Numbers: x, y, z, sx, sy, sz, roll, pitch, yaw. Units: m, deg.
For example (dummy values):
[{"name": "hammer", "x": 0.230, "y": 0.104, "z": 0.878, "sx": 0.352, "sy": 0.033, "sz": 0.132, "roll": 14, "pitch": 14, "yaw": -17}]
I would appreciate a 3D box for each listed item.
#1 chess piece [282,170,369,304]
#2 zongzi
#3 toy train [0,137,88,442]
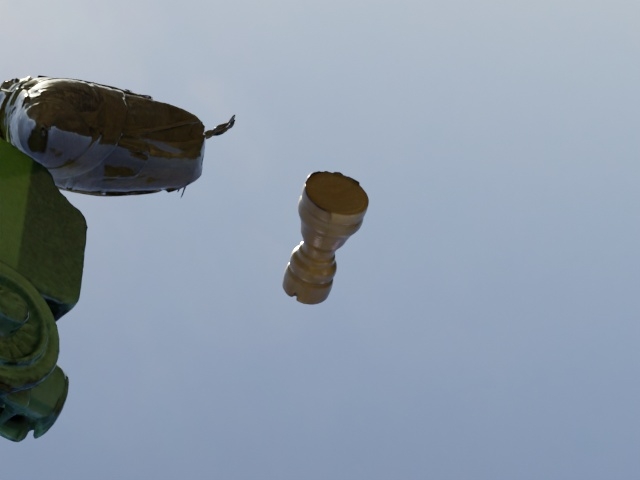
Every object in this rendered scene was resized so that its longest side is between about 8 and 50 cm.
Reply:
[{"name": "chess piece", "x": 0.000, "y": 0.000, "z": 1.814, "sx": 0.066, "sy": 0.122, "sz": 0.066, "roll": 11, "pitch": -141, "yaw": -9}, {"name": "zongzi", "x": -0.131, "y": -0.068, "z": 1.355, "sx": 0.189, "sy": 0.081, "sz": 0.178, "roll": 8, "pitch": -179, "yaw": -20}, {"name": "toy train", "x": -0.281, "y": 0.008, "z": 1.201, "sx": 0.299, "sy": 0.167, "sz": 0.238, "roll": 35, "pitch": -145, "yaw": -31}]
